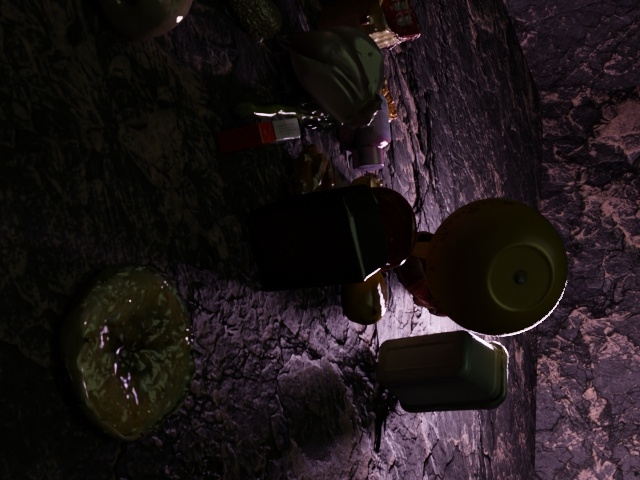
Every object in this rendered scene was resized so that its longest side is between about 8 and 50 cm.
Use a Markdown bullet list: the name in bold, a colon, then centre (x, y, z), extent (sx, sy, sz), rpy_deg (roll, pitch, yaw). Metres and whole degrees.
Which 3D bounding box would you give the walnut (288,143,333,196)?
- **walnut**: centre (-0.023, -0.126, 1.664), extent (0.143, 0.069, 0.170), rpy_deg (47, 42, -44)

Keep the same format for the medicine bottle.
- **medicine bottle**: centre (0.113, -0.276, 1.891), extent (0.094, 0.119, 0.187), rpy_deg (9, 74, -64)

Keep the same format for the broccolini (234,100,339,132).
- **broccolini**: centre (-0.053, -0.277, 1.639), extent (0.392, 0.074, 0.078), rpy_deg (-21, 94, -62)

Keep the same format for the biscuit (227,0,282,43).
- **biscuit**: centre (-0.145, -0.496, 1.542), extent (0.168, 0.070, 0.082), rpy_deg (53, 31, -38)

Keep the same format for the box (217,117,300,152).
- **box**: centre (-0.120, -0.211, 1.478), extent (0.152, 0.100, 0.048), rpy_deg (-20, 98, -61)

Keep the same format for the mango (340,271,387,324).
- **mango**: centre (0.113, 0.127, 1.815), extent (0.137, 0.098, 0.195), rpy_deg (63, 29, -24)

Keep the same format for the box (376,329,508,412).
- **box**: centre (0.300, 0.328, 1.895), extent (0.182, 0.312, 0.175), rpy_deg (37, 52, -42)

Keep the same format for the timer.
- **timer**: centre (0.425, 0.061, 1.851), extent (0.387, 0.376, 0.376), rpy_deg (-125, -160, -78)

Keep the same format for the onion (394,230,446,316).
- **onion**: centre (0.311, 0.108, 2.106), extent (0.272, 0.195, 0.272), rpy_deg (20, 44, -20)

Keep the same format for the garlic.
- **garlic**: centre (0.030, -0.382, 1.708), extent (0.237, 0.210, 0.292), rpy_deg (-36, 91, -34)

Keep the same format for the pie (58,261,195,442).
- **pie**: centre (-0.285, 0.168, 1.133), extent (0.274, 0.055, 0.274), rpy_deg (23, 62, -56)

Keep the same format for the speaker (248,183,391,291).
- **speaker**: centre (0.000, 0.000, 1.503), extent (0.153, 0.231, 0.192), rpy_deg (-27, 106, -60)

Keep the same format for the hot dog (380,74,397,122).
- **hot dog**: centre (0.174, -0.413, 2.102), extent (0.188, 0.055, 0.072), rpy_deg (65, 31, -26)

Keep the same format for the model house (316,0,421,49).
- **model house**: centre (0.115, -0.560, 1.895), extent (0.254, 0.196, 0.160), rpy_deg (-32, 111, -57)

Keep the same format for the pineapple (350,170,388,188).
- **pineapple**: centre (0.132, -0.053, 1.905), extent (0.236, 0.115, 0.186), rpy_deg (63, 33, -13)

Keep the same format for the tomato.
- **tomato**: centre (0.118, -0.021, 1.737), extent (0.139, 0.233, 0.200), rpy_deg (2, 77, -74)

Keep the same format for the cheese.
- **cheese**: centre (-0.292, -0.442, 1.215), extent (0.235, 0.117, 0.217), rpy_deg (-22, 104, -57)
